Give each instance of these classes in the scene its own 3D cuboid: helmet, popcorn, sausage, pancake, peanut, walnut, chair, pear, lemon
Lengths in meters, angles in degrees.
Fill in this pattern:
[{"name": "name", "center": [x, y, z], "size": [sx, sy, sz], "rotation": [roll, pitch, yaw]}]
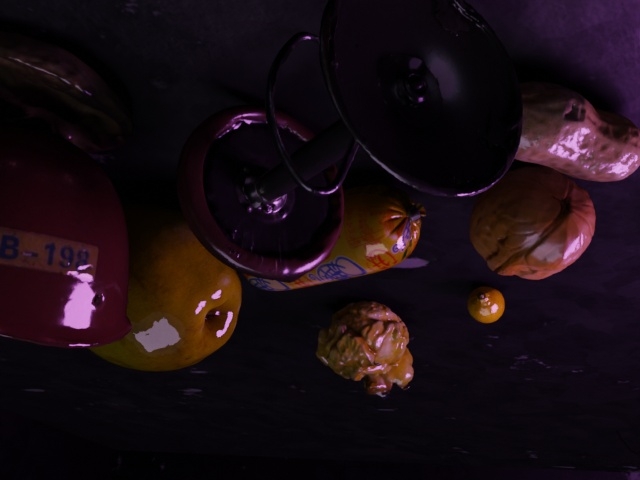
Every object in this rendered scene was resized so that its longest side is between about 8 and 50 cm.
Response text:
[{"name": "helmet", "center": [-0.388, -0.028, 1.038], "size": [0.384, 0.230, 0.337], "rotation": [13, -177, -36]}, {"name": "popcorn", "center": [0.101, 0.196, 1.639], "size": [0.195, 0.174, 0.168], "rotation": [31, 121, -27]}, {"name": "sausage", "center": [0.000, 0.000, 1.242], "size": [0.347, 0.123, 0.123], "rotation": [-15, 147, 40]}, {"name": "pancake", "center": [-0.373, -0.175, 1.069], "size": [0.294, 0.050, 0.294], "rotation": [10, 158, 4]}, {"name": "peanut", "center": [0.260, -0.114, 0.943], "size": [0.214, 0.100, 0.099], "rotation": [21, 153, -22]}, {"name": "walnut", "center": [0.262, -0.020, 1.102], "size": [0.144, 0.144, 0.180], "rotation": [10, 159, -3]}, {"name": "chair", "center": [-0.003, -0.088, 0.927], "size": [0.226, 0.227, 0.401], "rotation": [20, 154, -24]}, {"name": "pear", "center": [-0.267, 0.064, 1.324], "size": [0.307, 0.253, 0.253], "rotation": [26, 162, 20]}, {"name": "lemon", "center": [0.277, 0.106, 1.464], "size": [0.062, 0.062, 0.083], "rotation": [-1, 154, 20]}]
